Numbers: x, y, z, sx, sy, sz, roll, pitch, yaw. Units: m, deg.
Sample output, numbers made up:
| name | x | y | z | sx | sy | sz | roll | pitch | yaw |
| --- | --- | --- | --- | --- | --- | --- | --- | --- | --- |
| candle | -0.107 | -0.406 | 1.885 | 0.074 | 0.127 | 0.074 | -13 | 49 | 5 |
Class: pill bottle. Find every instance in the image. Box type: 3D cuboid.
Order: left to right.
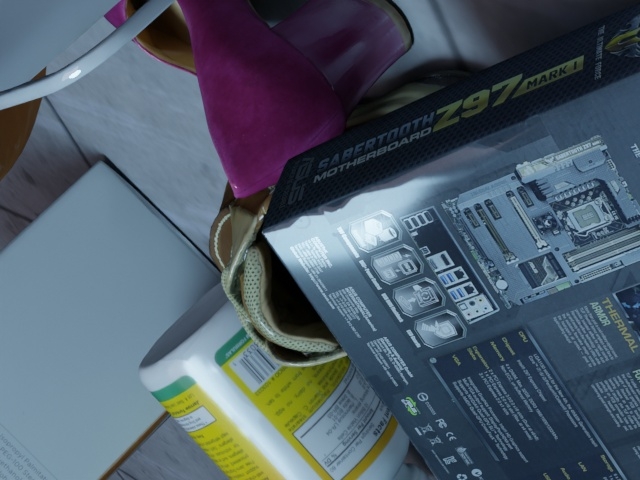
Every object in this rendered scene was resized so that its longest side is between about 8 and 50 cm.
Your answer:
| name | x | y | z | sx | sy | sz | roll | pitch | yaw |
| --- | --- | --- | --- | --- | --- | --- | --- | --- | --- |
| pill bottle | -0.014 | 0.126 | 1.139 | 0.208 | 0.117 | 0.117 | 48 | 159 | -9 |

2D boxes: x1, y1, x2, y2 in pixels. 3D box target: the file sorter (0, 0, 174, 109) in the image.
| name | x | y | z | sx | sy | sz | roll | pitch | yaw |
| --- | --- | --- | --- | --- | --- | --- | --- | --- | --- |
| file sorter | -0.147 | -0.207 | 0.672 | 0.278 | 0.193 | 0.173 | 53 | 155 | -19 |

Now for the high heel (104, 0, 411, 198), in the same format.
| name | x | y | z | sx | sy | sz | roll | pitch | yaw |
| --- | --- | --- | --- | --- | --- | --- | --- | --- | --- |
| high heel | -0.070 | -0.087 | 0.844 | 0.244 | 0.117 | 0.082 | 24 | 151 | 43 |

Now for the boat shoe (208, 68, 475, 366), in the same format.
| name | x | y | z | sx | sy | sz | roll | pitch | yaw |
| --- | --- | --- | --- | --- | --- | --- | --- | --- | --- |
| boat shoe | 0.000 | 0.000 | 0.873 | 0.122 | 0.120 | 0.324 | 48 | 159 | -8 |

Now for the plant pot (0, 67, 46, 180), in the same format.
| name | x | y | z | sx | sy | sz | roll | pitch | yaw |
| --- | --- | --- | --- | --- | --- | --- | --- | --- | --- |
| plant pot | -0.276 | -0.106 | 0.849 | 0.203 | 0.291 | 0.291 | -3 | 135 | 26 |

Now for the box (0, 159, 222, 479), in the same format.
| name | x | y | z | sx | sy | sz | roll | pitch | yaw |
| --- | --- | --- | --- | --- | --- | --- | --- | --- | --- |
| box | -0.235 | 0.138 | 1.248 | 0.168 | 0.345 | 0.215 | 44 | 159 | 1 |

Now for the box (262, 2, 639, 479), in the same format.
| name | x | y | z | sx | sy | sz | roll | pitch | yaw |
| --- | --- | --- | --- | --- | --- | --- | --- | --- | --- |
| box | 0.115 | 0.035 | 0.681 | 0.183 | 0.059 | 0.233 | -23 | 118 | 27 |
